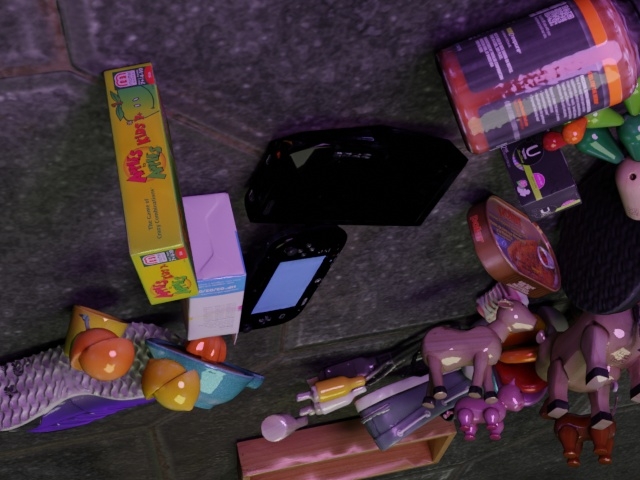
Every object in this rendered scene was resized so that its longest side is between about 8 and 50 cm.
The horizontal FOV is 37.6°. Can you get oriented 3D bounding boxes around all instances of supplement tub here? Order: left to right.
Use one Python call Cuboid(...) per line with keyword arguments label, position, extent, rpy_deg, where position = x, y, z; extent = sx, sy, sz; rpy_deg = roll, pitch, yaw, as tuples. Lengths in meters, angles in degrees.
Cuboid(label="supplement tub", position=(0.211, -0.156, 0.849), extent=(0.197, 0.106, 0.106), rpy_deg=(-19, 152, 10))

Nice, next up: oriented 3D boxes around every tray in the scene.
Cuboid(label="tray", position=(0.044, 0.415, 1.843), extent=(0.410, 0.076, 0.203), rpy_deg=(-9, 152, -9))

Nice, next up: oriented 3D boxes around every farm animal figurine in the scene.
Cuboid(label="farm animal figurine", position=(0.331, 0.167, 1.312), extent=(0.330, 0.172, 0.326), rpy_deg=(28, 140, -25))

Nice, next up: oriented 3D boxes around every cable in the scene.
Cuboid(label="cable", position=(0.100, 0.219, 1.514), extent=(0.287, 0.072, 0.139), rpy_deg=(-17, 157, 4))

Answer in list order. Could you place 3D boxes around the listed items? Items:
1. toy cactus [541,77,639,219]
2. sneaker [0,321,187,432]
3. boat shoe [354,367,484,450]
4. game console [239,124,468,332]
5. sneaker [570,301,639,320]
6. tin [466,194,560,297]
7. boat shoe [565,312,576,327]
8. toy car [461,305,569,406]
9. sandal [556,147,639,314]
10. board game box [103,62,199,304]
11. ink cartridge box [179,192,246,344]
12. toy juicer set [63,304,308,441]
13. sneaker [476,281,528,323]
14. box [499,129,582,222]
Cuboid(label="toy cactus", position=(0.317, -0.086, 0.935), extent=(0.219, 0.112, 0.180), rpy_deg=(8, 141, 28))
Cuboid(label="sneaker", position=(-0.298, 0.190, 1.259), extent=(0.293, 0.102, 0.146), rpy_deg=(-14, 159, 5))
Cuboid(label="boat shoe", position=(0.209, 0.272, 1.597), extent=(0.319, 0.099, 0.116), rpy_deg=(-11, 160, -29))
Cuboid(label="game console", position=(0.000, 0.000, 1.073), extent=(0.213, 0.044, 0.361), rpy_deg=(0, 144, -26))
Cuboid(label="sneaker", position=(0.402, 0.035, 1.297), extent=(0.135, 0.098, 0.276), rpy_deg=(-3, 148, -21))
Cuboid(label="tin", position=(0.241, 0.010, 1.168), extent=(0.040, 0.106, 0.189), rpy_deg=(-23, 151, 31))
Cuboid(label="boat shoe", position=(0.429, 0.125, 1.525), extent=(0.056, 0.049, 0.152), rpy_deg=(14, 149, -12))
Cuboid(label="toy car", position=(0.316, 0.194, 1.501), extent=(0.159, 0.136, 0.182), rpy_deg=(-11, 152, -8))
Cuboid(label="sandal", position=(0.400, -0.051, 1.056), extent=(0.107, 0.168, 0.446), rpy_deg=(1, 147, -16))
Cuboid(label="board game box", position=(-0.143, -0.048, 0.794), extent=(0.043, 0.181, 0.092), rpy_deg=(-12, 152, -5))
Cuboid(label="ink cartridge box", position=(-0.127, 0.040, 1.046), extent=(0.061, 0.104, 0.181), rpy_deg=(-8, 151, -13))
Cuboid(label="toy juicer set", position=(-0.136, 0.149, 1.088), extent=(0.329, 0.090, 0.209), rpy_deg=(22, 175, -11))
Cuboid(label="sneaker", position=(0.262, 0.087, 1.371), extent=(0.070, 0.051, 0.134), rpy_deg=(-22, 156, 4))
Cuboid(label="box", position=(0.242, -0.073, 1.037), extent=(0.062, 0.083, 0.052), rpy_deg=(-23, 151, 15))
